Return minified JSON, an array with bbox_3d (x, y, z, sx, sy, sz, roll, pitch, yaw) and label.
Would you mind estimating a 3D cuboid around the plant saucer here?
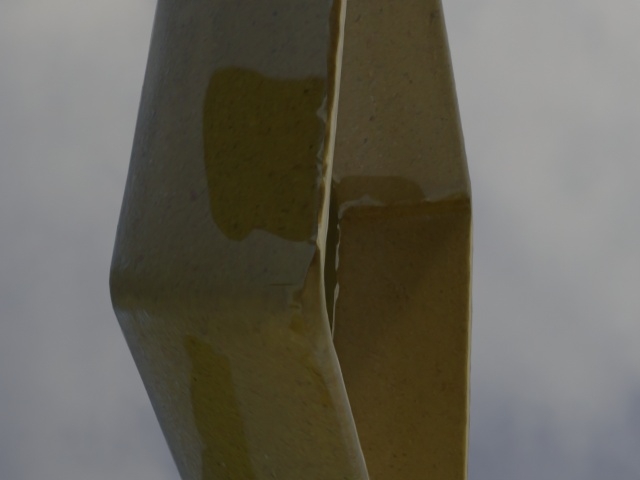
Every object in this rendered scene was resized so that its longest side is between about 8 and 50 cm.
[{"bbox_3d":[0.000,0.000,0.741,0.081,0.333,0.333,-3,-131,10],"label":"plant saucer"}]
